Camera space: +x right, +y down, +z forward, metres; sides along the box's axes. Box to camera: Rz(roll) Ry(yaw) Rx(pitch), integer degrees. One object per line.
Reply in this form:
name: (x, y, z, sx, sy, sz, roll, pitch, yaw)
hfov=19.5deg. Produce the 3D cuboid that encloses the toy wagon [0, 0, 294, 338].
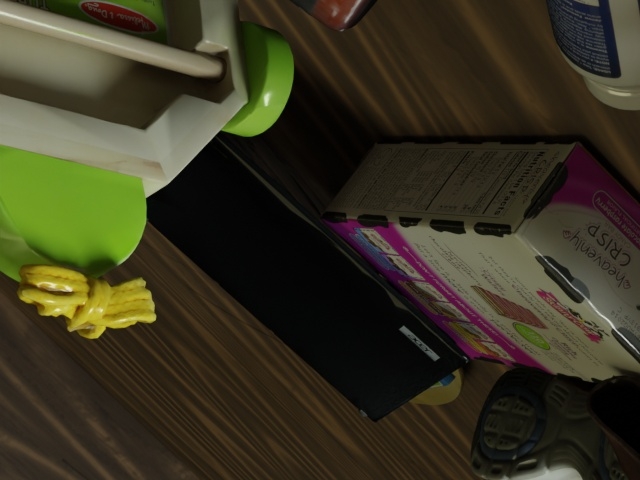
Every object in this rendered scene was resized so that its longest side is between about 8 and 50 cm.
toy wagon: (-0.134, -0.115, 0.844, 0.267, 0.344, 0.068, 12, 151, -40)

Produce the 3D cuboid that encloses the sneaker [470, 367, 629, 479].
sneaker: (0.233, 0.156, 1.322, 0.129, 0.111, 0.297, 25, 174, -27)

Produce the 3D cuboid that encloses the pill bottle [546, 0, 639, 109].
pill bottle: (0.128, -0.107, 0.784, 0.067, 0.067, 0.120, 29, 163, 26)

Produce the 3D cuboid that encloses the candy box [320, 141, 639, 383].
candy box: (0.123, 0.013, 1.142, 0.159, 0.071, 0.233, 42, 165, -24)

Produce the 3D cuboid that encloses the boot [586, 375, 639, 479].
boot: (0.250, 0.201, 1.045, 0.207, 0.090, 0.248, 47, -175, -37)

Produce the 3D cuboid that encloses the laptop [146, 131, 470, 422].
laptop: (0.000, 0.000, 1.327, 0.234, 0.136, 0.264, 43, -156, -3)

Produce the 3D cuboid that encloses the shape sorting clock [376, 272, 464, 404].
shape sorting clock: (0.032, 0.070, 1.571, 0.206, 0.040, 0.206, 25, 152, 15)

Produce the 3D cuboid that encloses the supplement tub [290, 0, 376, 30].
supplement tub: (-0.037, -0.190, 0.829, 0.198, 0.106, 0.106, 37, 165, -2)
